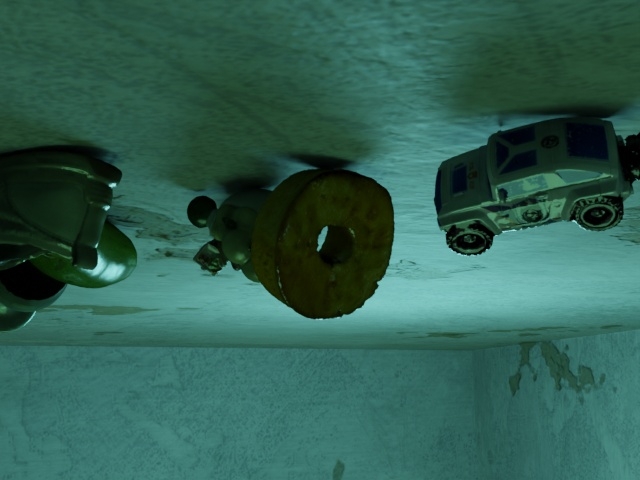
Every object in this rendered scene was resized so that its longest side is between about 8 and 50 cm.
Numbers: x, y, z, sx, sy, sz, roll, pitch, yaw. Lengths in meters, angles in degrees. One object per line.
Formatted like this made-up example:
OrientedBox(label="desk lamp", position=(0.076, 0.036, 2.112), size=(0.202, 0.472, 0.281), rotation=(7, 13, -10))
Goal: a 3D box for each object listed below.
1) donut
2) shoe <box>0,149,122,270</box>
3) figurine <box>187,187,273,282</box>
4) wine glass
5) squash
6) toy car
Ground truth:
OrientedBox(label="donut", position=(0.000, 0.000, 0.965), size=(0.058, 0.152, 0.152), rotation=(19, -174, 41))
OrientedBox(label="shoe", position=(-0.304, -0.018, 0.927), size=(0.275, 0.098, 0.103), rotation=(-4, 166, 23))
OrientedBox(label="figurine", position=(-0.069, 0.001, 1.068), size=(0.147, 0.093, 0.197), rotation=(34, 165, -7))
OrientedBox(label="wine glass", position=(-0.374, 0.136, 1.312), size=(0.096, 0.264, 0.309), rotation=(1, 170, -23))
OrientedBox(label="squash", position=(-0.255, 0.006, 1.110), size=(0.082, 0.082, 0.292), rotation=(-2, 171, 2))
OrientedBox(label="toy car", position=(0.169, -0.049, 0.826), size=(0.170, 0.080, 0.070), rotation=(-12, 136, 21))
